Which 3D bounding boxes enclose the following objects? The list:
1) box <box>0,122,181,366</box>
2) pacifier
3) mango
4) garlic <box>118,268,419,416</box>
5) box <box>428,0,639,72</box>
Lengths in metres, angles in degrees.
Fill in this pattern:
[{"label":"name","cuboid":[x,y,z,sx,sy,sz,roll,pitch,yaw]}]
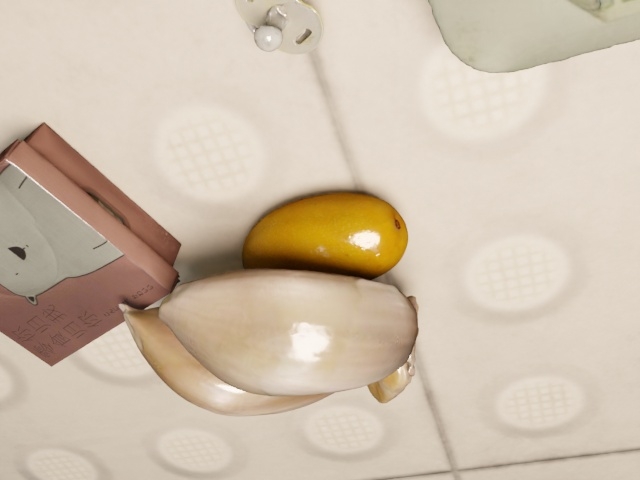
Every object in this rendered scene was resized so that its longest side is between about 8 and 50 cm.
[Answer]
[{"label":"box","cuboid":[-0.296,0.013,0.694,0.215,0.086,0.215,-30,120,26]},{"label":"pacifier","cuboid":[-0.041,-0.180,0.535,0.083,0.064,0.068,38,139,-22]},{"label":"mango","cuboid":[0.000,0.000,0.664,0.184,0.084,0.102,-6,129,23]},{"label":"garlic","cuboid":[-0.031,0.107,0.657,0.325,0.132,0.279,3,156,-26]},{"label":"box","cuboid":[0.203,-0.316,0.345,0.397,0.111,0.395,-10,128,29]}]
